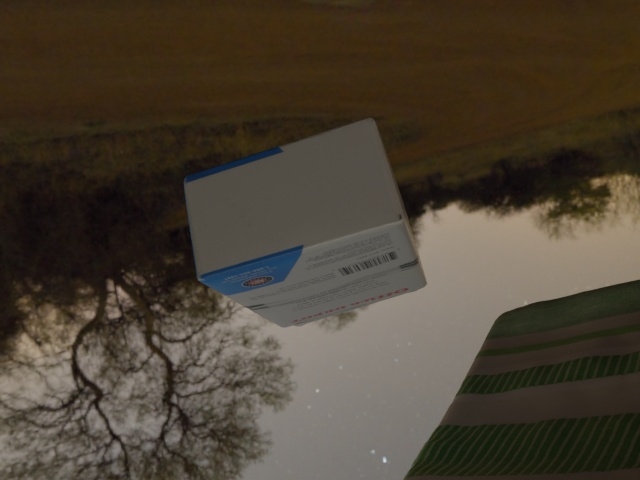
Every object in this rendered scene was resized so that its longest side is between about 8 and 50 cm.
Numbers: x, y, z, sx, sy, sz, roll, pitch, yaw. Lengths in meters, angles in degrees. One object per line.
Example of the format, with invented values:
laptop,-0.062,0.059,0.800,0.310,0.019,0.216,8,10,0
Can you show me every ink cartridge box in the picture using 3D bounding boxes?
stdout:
ink cartridge box,0.000,0.000,0.524,0.148,0.086,0.203,-17,161,8

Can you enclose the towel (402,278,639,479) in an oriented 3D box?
towel,0.204,0.111,0.495,0.248,0.038,0.325,-21,-170,37
